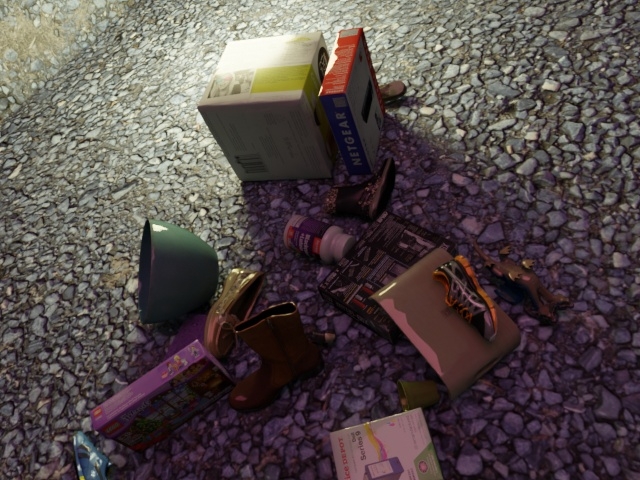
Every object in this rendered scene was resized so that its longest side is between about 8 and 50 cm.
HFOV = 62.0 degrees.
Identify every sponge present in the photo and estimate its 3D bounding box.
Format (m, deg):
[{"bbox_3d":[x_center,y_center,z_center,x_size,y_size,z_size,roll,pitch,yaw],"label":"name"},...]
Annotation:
[{"bbox_3d":[-0.361,0.299,1.454,0.117,0.031,0.210,1,55,33],"label":"sponge"}]

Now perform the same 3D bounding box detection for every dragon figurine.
[{"bbox_3d":[0.473,0.096,1.305,0.085,0.144,0.289,-40,33,-11],"label":"dragon figurine"}]

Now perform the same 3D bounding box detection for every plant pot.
[{"bbox_3d":[-0.400,0.090,1.512,0.195,0.290,0.290,3,46,-25],"label":"plant pot"},{"bbox_3d":[0.225,0.350,1.209,0.079,0.083,0.083,-12,51,-5],"label":"plant pot"}]

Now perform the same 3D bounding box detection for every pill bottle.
[{"bbox_3d":[0.000,0.000,1.521,0.193,0.108,0.108,18,62,29],"label":"pill bottle"}]

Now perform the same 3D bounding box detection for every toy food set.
[{"bbox_3d":[0.289,0.186,1.261,0.220,0.092,0.306,-33,66,-15],"label":"toy food set"}]

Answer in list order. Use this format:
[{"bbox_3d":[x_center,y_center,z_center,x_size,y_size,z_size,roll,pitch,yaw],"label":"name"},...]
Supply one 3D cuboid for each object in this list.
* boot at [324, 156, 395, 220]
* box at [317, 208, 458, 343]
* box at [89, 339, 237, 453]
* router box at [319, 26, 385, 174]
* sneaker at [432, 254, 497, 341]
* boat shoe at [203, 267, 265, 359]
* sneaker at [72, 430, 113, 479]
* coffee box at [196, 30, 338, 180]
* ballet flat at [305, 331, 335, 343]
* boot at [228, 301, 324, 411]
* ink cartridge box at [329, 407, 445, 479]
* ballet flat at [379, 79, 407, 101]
[{"bbox_3d":[0.124,-0.164,1.621,0.179,0.085,0.236,5,55,25],"label":"boot"},{"bbox_3d":[0.181,0.084,1.418,0.242,0.076,0.307,29,67,33],"label":"box"},{"bbox_3d":[-0.371,0.385,1.295,0.293,0.201,0.057,-34,51,-8],"label":"box"},{"bbox_3d":[0.110,-0.424,1.659,0.082,0.335,0.301,0,55,21],"label":"router box"},{"bbox_3d":[0.325,0.135,1.193,0.083,0.084,0.215,-17,53,-7],"label":"sneaker"},{"bbox_3d":[-0.235,0.194,1.455,0.089,0.104,0.285,0,54,22],"label":"boat shoe"},{"bbox_3d":[-0.569,0.556,1.330,0.082,0.069,0.209,-9,33,-31],"label":"sneaker"},{"bbox_3d":[-0.135,-0.429,1.741,0.338,0.337,0.334,0,54,19],"label":"coffee box"},{"bbox_3d":[-0.041,0.269,1.372,0.173,0.057,0.049,-16,62,14],"label":"ballet flat"},{"bbox_3d":[-0.136,0.281,1.242,0.264,0.280,0.096,-21,50,2],"label":"boot"},{"bbox_3d":[0.140,0.468,1.133,0.212,0.093,0.154,-18,51,7],"label":"ink cartridge box"},{"bbox_3d":[0.183,-0.513,1.888,0.250,0.058,0.084,-8,85,19],"label":"ballet flat"}]
